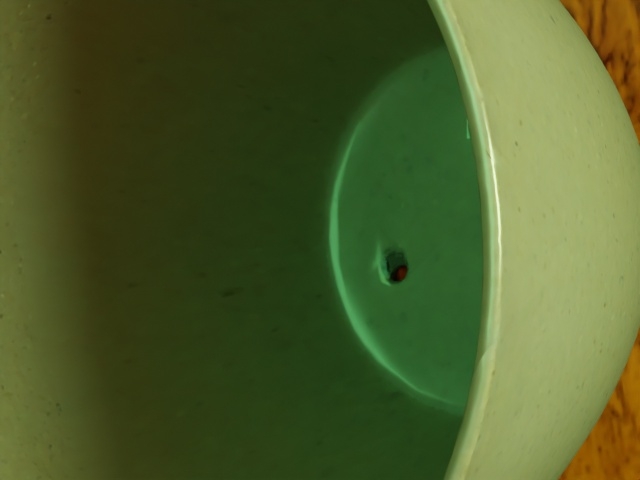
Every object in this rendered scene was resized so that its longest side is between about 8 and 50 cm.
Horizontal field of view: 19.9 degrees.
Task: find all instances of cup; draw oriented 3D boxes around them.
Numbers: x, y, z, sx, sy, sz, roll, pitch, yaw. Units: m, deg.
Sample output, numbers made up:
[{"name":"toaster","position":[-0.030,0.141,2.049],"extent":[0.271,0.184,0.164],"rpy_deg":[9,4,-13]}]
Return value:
[{"name":"cup","position":[0.000,0.000,0.729],"extent":[0.331,0.237,0.331],"rpy_deg":[1,92,40]}]
